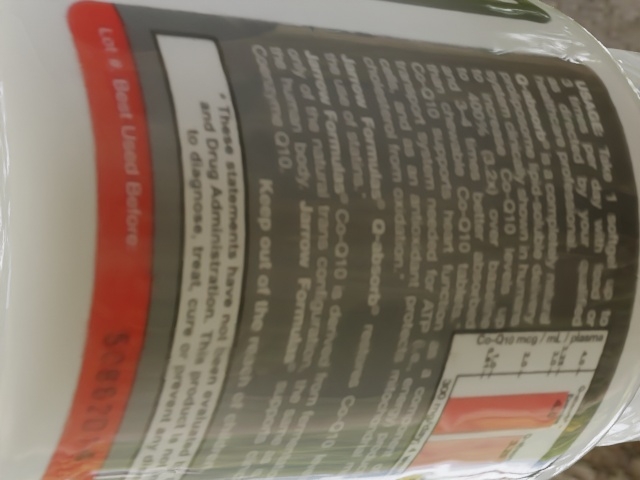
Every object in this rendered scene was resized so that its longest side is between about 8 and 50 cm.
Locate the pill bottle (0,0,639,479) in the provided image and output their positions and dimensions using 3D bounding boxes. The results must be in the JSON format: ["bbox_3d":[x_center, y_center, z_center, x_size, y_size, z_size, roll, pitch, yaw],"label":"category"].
[{"bbox_3d":[0.000,0.000,0.636,0.363,0.210,0.210,2,-81,-37],"label":"pill bottle"}]
